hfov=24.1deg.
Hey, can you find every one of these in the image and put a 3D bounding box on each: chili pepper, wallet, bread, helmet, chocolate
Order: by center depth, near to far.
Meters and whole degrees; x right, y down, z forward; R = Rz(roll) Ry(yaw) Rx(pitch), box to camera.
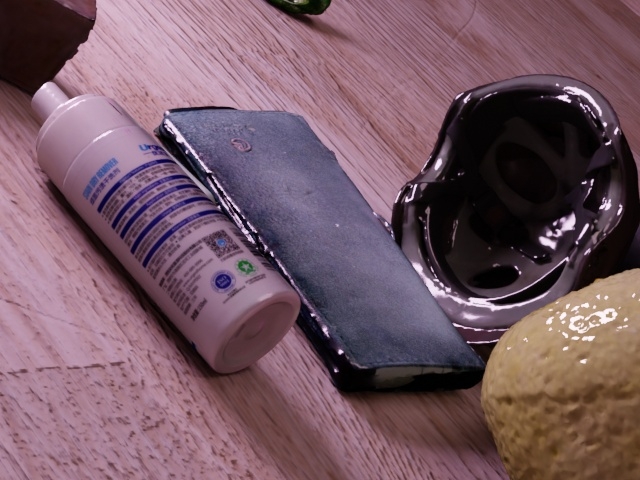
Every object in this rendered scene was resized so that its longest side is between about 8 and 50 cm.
[{"bbox_3d":[0.291,0.133,1.254,0.320,0.320,0.237,-4,59,-56],"label":"bread"},{"bbox_3d":[-0.363,-0.254,1.345,0.321,0.112,0.112,27,26,-22],"label":"chocolate"},{"bbox_3d":[0.000,0.000,1.417,0.190,0.046,0.379,1,42,-42],"label":"wallet"},{"bbox_3d":[0.208,-0.008,1.519,0.225,0.305,0.177,22,-9,31],"label":"helmet"},{"bbox_3d":[-0.071,-0.354,2.015,0.182,0.050,0.073,30,30,-6],"label":"chili pepper"}]

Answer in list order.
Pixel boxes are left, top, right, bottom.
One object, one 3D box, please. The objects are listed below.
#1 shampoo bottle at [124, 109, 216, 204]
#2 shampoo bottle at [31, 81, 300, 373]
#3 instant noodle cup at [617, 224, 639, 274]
[{"bbox_3d":[-0.134,-0.040,1.316,0.195,0.056,0.056,44,24,16],"label":"shampoo bottle"},{"bbox_3d":[-0.144,-0.025,1.228,0.303,0.092,0.092,45,25,24],"label":"shampoo bottle"},{"bbox_3d":[0.426,0.082,1.685,0.215,0.215,0.236,9,42,-46],"label":"instant noodle cup"}]
